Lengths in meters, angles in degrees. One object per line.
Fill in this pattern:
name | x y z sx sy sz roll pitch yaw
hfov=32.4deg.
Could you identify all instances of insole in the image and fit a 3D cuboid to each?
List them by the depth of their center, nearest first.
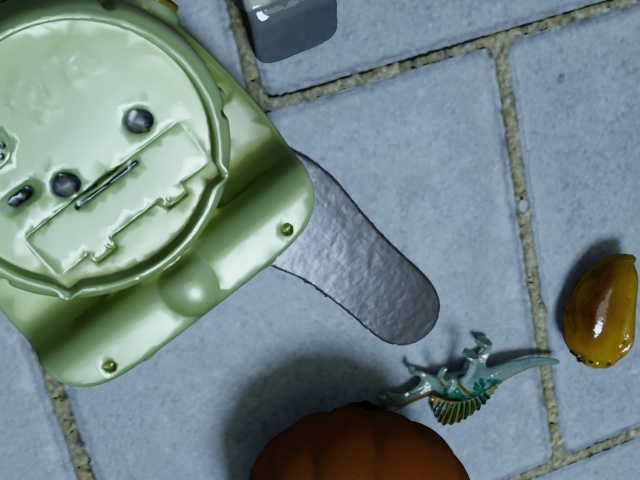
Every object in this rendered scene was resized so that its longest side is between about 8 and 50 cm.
insole | 0.000 0.000 1.070 0.328 0.007 0.111 38 94 -25

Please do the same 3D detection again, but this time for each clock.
clock | -0.200 -0.076 0.913 0.286 0.117 0.348 -38 115 -2

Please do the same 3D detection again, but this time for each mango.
mango | 0.298 0.072 1.166 0.077 0.063 0.127 10 99 -17

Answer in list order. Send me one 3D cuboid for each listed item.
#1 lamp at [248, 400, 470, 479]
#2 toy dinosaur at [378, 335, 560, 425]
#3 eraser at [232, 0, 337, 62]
lamp | 0.038 0.255 1.065 0.223 0.196 0.223 3 141 2
toy dinosaur | 0.156 0.154 1.162 0.187 0.044 0.106 9 118 -34
eraser | -0.065 -0.317 0.912 0.089 0.061 0.352 -23 113 -11
